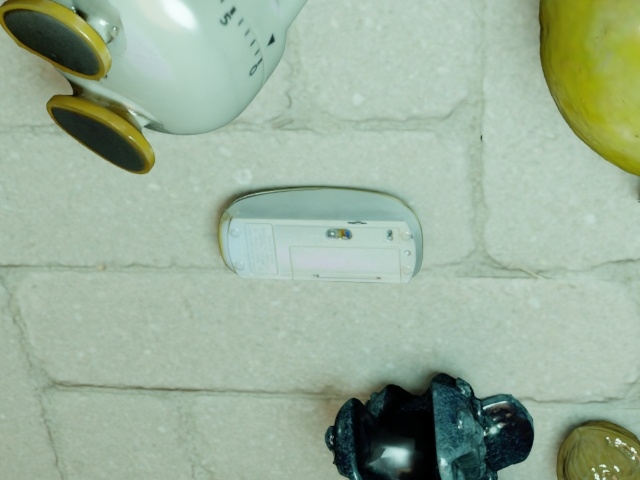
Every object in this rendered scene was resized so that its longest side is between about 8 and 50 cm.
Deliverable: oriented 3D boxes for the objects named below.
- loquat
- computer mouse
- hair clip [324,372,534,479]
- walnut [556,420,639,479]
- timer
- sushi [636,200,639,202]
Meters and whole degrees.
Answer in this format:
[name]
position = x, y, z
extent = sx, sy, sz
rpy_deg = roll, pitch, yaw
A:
[loquat]
position = 0.268, -0.161, 0.982
extent = 0.244, 0.244, 0.243
rpy_deg = 5, 126, 7
[computer mouse]
position = 0.001, -0.001, 1.256
extent = 0.199, 0.045, 0.102
rpy_deg = 1, 125, 10
[hair clip]
position = 0.128, 0.260, 1.327
extent = 0.195, 0.206, 0.310
rpy_deg = -14, 117, 13
[walnut]
position = 0.298, 0.241, 1.344
extent = 0.105, 0.105, 0.124
rpy_deg = -30, 100, 27
[timer]
position = -0.127, -0.205, 1.063
extent = 0.234, 0.240, 0.233
rpy_deg = 28, 157, 13
[sushi]
position = 0.359, -0.059, 1.080
extent = 0.193, 0.210, 0.040
rpy_deg = -6, 92, 14
